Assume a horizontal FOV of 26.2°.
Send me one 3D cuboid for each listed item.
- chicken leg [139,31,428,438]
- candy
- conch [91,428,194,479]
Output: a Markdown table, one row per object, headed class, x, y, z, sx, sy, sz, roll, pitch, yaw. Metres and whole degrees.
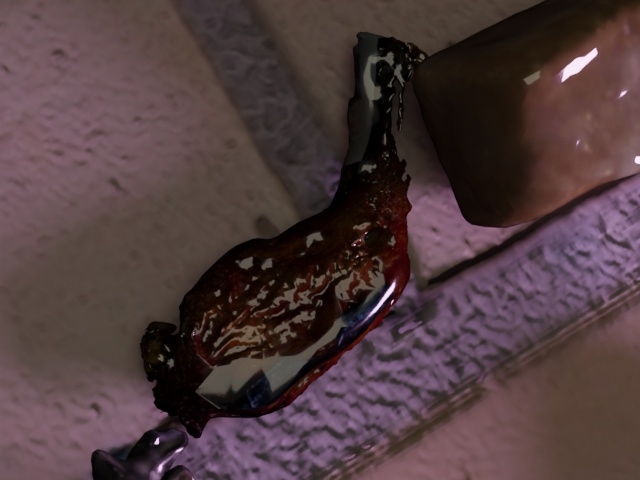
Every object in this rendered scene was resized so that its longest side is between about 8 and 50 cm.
| class | x | y | z | sx | sy | sz | roll | pitch | yaw |
| --- | --- | --- | --- | --- | --- | --- | --- | --- | --- |
| chicken leg | 0.000 | 0.000 | 0.751 | 0.106 | 0.051 | 0.253 | 32 | 74 | 1 |
| candy | 0.169 | -0.095 | 0.760 | 0.234 | 0.102 | 0.104 | -29 | 107 | -19 |
| conch | -0.120 | 0.220 | 0.586 | 0.186 | 0.241 | 0.313 | 48 | 30 | -34 |
